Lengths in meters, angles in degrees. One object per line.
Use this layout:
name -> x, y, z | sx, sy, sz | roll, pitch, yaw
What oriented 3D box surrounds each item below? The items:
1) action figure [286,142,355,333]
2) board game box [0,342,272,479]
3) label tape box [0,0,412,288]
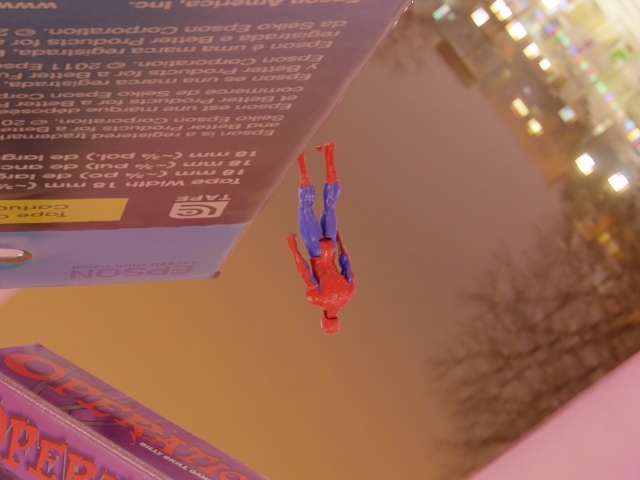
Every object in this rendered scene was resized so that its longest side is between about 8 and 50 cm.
action figure -> 0.000, 0.000, 0.975 | 0.038, 0.030, 0.115 | -7, -91, -34
board game box -> -0.011, 0.200, 0.527 | 0.347, 0.208, 0.056 | 27, -161, 26
label tape box -> -0.117, -0.073, 0.442 | 0.333, 0.241, 0.105 | 133, 133, -69
